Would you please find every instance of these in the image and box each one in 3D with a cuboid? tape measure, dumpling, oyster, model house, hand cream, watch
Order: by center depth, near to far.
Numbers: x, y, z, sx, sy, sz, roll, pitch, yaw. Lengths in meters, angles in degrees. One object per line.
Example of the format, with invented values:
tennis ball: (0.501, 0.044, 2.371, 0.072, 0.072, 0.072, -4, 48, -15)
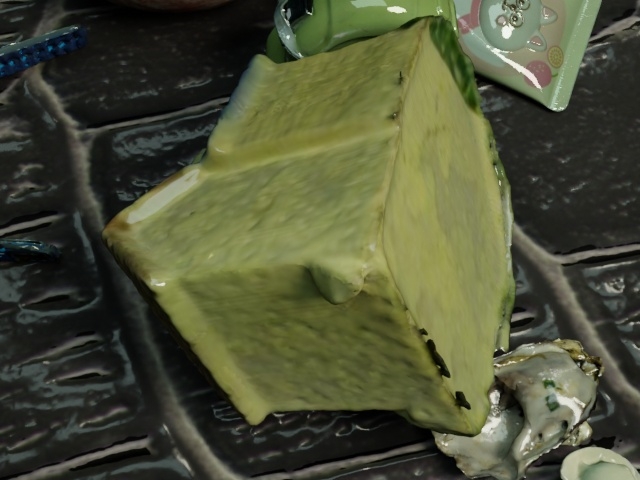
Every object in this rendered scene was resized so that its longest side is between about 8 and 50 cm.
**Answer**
dumpling: (0.234, 0.195, 0.670, 0.077, 0.043, 0.059, 11, 46, 23)
oyster: (0.173, 0.140, 0.692, 0.166, 0.053, 0.108, -26, 47, -4)
model house: (0.000, 0.000, 0.693, 0.266, 0.261, 0.321, -8, 42, 25)
tape measure: (0.042, -0.184, 0.788, 0.200, 0.175, 0.106, 1, 65, 0)
watch: (-0.379, -0.103, 0.812, 0.275, 0.068, 0.276, -2, 62, 1)
hand cream: (0.131, -0.246, 0.875, 0.306, 0.093, 0.147, 20, 77, 3)

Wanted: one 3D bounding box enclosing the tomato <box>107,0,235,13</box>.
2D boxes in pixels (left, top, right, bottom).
tomato: (-0.150, -0.384, 0.816, 0.317, 0.316, 0.282, 8, 25, 5)
